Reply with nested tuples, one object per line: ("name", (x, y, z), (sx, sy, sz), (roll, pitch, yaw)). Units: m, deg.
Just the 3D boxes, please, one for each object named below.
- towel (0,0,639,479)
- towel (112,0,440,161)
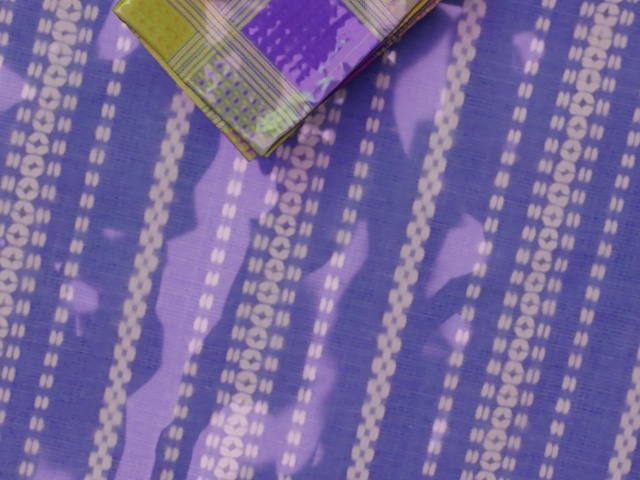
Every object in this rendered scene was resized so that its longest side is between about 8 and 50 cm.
("towel", (0.000, 0.000, 0.543), (0.336, 0.040, 0.243), (14, 96, -3))
("towel", (-0.006, -0.068, 0.514), (0.083, 0.009, 0.060), (-42, 99, 3))
